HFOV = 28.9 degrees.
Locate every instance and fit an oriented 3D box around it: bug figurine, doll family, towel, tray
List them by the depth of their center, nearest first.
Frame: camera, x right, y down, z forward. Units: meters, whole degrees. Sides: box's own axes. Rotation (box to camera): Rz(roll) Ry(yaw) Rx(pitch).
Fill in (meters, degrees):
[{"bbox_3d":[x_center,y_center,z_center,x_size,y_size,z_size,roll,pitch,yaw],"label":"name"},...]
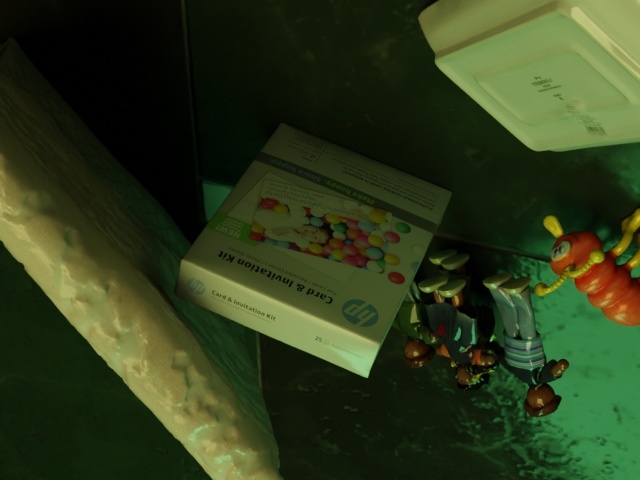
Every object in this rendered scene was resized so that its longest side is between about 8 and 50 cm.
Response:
[{"bbox_3d":[0.141,-0.098,0.732,0.145,0.030,0.270,39,173,-10],"label":"tray"},{"bbox_3d":[0.290,0.009,0.834,0.216,0.072,0.279,38,134,-8],"label":"bug figurine"},{"bbox_3d":[-0.151,0.005,0.912,0.053,0.317,0.332,-37,109,4],"label":"towel"},{"bbox_3d":[0.115,0.072,0.944,0.193,0.076,0.111,-148,41,-68],"label":"doll family"}]

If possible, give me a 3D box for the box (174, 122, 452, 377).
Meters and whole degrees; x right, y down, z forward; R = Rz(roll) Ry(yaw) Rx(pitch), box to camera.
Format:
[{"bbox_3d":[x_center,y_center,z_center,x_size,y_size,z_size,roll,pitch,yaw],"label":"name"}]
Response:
[{"bbox_3d":[0.000,0.000,0.888,0.145,0.186,0.038,23,132,7],"label":"box"}]
